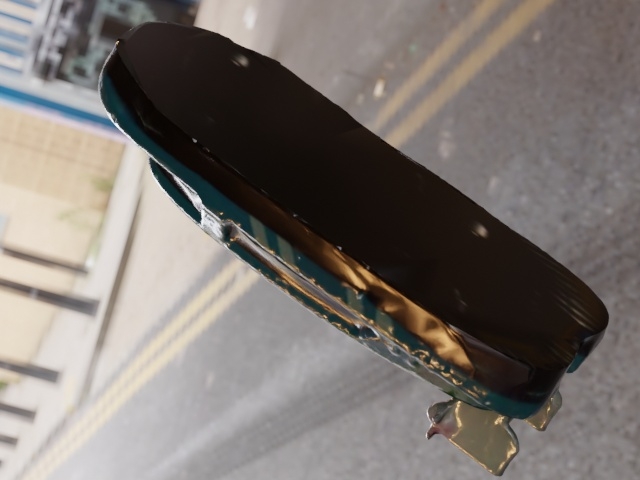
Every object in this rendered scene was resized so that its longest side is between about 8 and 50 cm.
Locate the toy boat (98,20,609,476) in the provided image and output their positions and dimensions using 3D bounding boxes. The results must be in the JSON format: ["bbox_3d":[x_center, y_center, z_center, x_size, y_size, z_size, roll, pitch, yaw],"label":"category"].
[{"bbox_3d":[0.000,0.000,0.838,0.134,0.299,0.092,-31,-27,-55],"label":"toy boat"}]
